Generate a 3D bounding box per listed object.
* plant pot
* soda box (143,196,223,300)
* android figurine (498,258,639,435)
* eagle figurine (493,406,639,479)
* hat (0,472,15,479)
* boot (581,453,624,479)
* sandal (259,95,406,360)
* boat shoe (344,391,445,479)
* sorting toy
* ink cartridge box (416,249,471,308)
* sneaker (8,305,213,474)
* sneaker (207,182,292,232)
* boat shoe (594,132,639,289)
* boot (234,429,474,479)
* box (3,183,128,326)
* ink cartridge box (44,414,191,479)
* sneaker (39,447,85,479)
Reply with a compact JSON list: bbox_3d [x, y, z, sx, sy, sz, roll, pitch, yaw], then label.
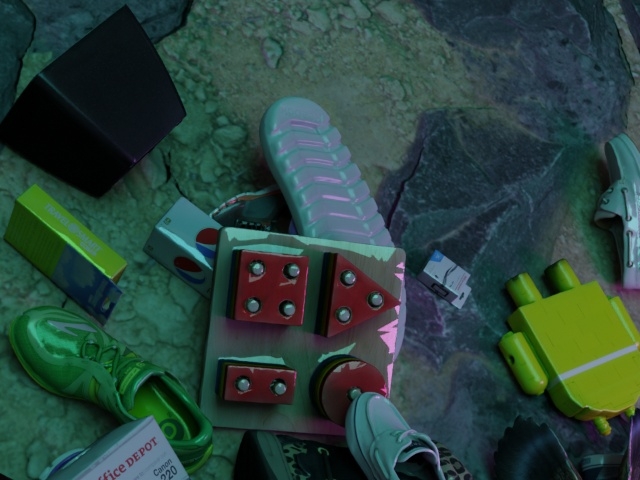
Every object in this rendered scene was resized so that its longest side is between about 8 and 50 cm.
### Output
[{"bbox_3d":[-0.298,-0.173,1.523,0.167,0.187,0.188,47,54,-8],"label":"plant pot"},{"bbox_3d":[-0.132,0.040,1.531,0.216,0.074,0.069,37,55,-1],"label":"soda box"},{"bbox_3d":[0.392,0.163,1.705,0.248,0.056,0.273,-18,70,-31],"label":"android figurine"},{"bbox_3d":[0.384,0.383,1.497,0.226,0.225,0.298,32,31,-36],"label":"eagle figurine"},{"bbox_3d":[-0.394,0.210,1.242,0.183,0.208,0.173,13,83,2],"label":"hat"},{"bbox_3d":[0.472,0.357,1.623,0.190,0.069,0.086,0,67,-6],"label":"boot"},{"bbox_3d":[0.012,-0.002,1.604,0.169,0.102,0.416,-11,82,-38],"label":"sandal"},{"bbox_3d":[0.106,0.266,1.319,0.095,0.084,0.258,6,38,-30],"label":"boat shoe"},{"bbox_3d":[-0.014,0.124,1.449,0.255,0.089,0.257,7,89,-16],"label":"sorting toy"},{"bbox_3d":[0.192,0.059,1.692,0.083,0.028,0.048,36,55,-2],"label":"ink cartridge box"},{"bbox_3d":[-0.245,0.168,1.379,0.295,0.123,0.109,36,55,-1],"label":"sneaker"},{"bbox_3d":[-0.098,-0.032,1.599,0.158,0.061,0.065,-23,80,-31],"label":"sneaker"},{"bbox_3d":[0.499,-0.050,1.849,0.096,0.098,0.277,-10,64,4],"label":"boat shoe"},{"bbox_3d":[0.073,0.374,1.348,0.284,0.138,0.377,3,31,-26],"label":"boot"},{"bbox_3d":[-0.321,0.020,1.437,0.178,0.109,0.042,41,53,2],"label":"box"},{"bbox_3d":[-0.207,0.332,1.264,0.218,0.092,0.158,59,34,-4],"label":"ink cartridge box"},{"bbox_3d":[-0.302,0.320,1.292,0.068,0.071,0.170,51,53,-32],"label":"sneaker"}]
